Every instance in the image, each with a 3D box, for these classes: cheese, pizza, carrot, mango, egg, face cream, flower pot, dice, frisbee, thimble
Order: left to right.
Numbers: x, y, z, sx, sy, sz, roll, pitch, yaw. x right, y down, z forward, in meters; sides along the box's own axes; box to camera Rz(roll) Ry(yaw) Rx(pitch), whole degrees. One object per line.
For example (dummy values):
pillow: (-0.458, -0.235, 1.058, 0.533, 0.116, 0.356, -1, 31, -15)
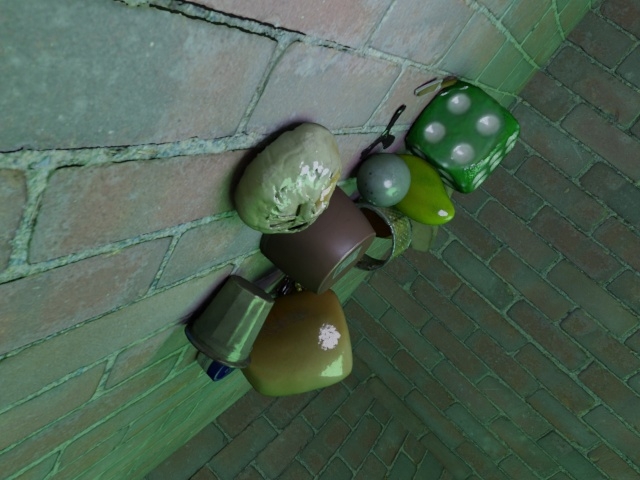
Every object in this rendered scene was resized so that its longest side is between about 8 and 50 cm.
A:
face cream: (-0.339, 0.398, 1.646, 0.206, 0.111, 0.206, -44, 166, -14)
flower pot: (-0.237, 0.216, 1.282, 0.202, 0.212, 0.212, -57, 167, 0)
pizza: (-0.096, 0.211, 1.809, 0.289, 0.081, 0.228, -48, -179, 37)
thimble: (0.190, -0.026, 1.708, 0.150, 0.271, 0.270, -27, 157, -52)
frisbee: (0.188, -0.310, 1.414, 0.187, 0.012, 0.211, -43, 167, -13)
egg: (0.198, -0.191, 1.436, 0.169, 0.169, 0.236, -53, 178, 26)
carrot: (0.297, -0.106, 1.969, 0.193, 0.214, 0.331, -7, 174, 20)
mango: (0.334, -0.175, 1.575, 0.192, 0.343, 0.156, -40, 145, 3)
cheese: (0.440, -0.166, 1.813, 0.328, 0.130, 0.350, 66, 45, -63)
dice: (0.505, -0.363, 1.624, 0.297, 0.300, 0.287, -49, 165, 10)

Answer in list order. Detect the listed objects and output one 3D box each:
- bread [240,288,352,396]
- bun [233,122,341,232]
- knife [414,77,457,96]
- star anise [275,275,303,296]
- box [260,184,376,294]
bread: (-0.095, 0.320, 1.491, 0.376, 0.347, 0.253, -11, 146, -1)
bun: (-0.048, -0.112, 0.973, 0.287, 0.146, 0.287, -44, 169, -11)
knife: (0.357, -0.481, 1.412, 0.256, 0.022, 0.046, -30, 166, -39)
star anise: (-0.043, 0.089, 1.617, 0.237, 0.148, 0.346, 8, 130, -47)
box: (0.000, 0.000, 1.310, 0.301, 0.216, 0.301, -41, 165, -13)
